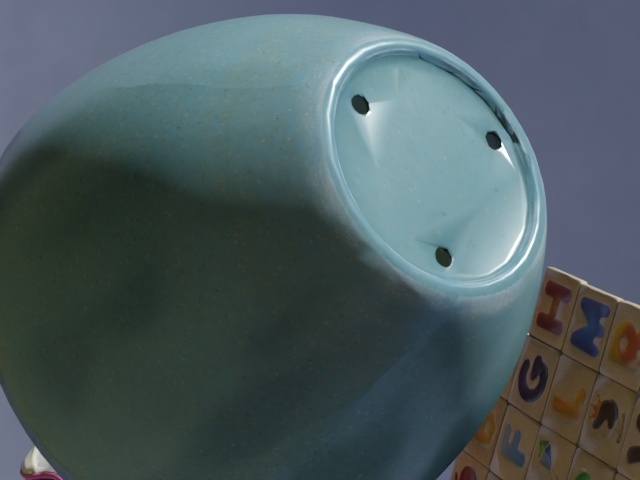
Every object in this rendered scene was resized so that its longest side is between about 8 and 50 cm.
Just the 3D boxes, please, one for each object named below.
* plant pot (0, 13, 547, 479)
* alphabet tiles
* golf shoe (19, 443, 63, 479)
[{"bbox_3d":[0.000,0.000,0.855,0.195,0.290,0.290,-34,-111,47],"label":"plant pot"},{"bbox_3d":[0.184,0.179,1.252,0.342,0.011,0.285,-150,-106,-67],"label":"alphabet tiles"},{"bbox_3d":[-0.122,0.252,1.332,0.306,0.140,0.115,53,-14,23],"label":"golf shoe"}]
